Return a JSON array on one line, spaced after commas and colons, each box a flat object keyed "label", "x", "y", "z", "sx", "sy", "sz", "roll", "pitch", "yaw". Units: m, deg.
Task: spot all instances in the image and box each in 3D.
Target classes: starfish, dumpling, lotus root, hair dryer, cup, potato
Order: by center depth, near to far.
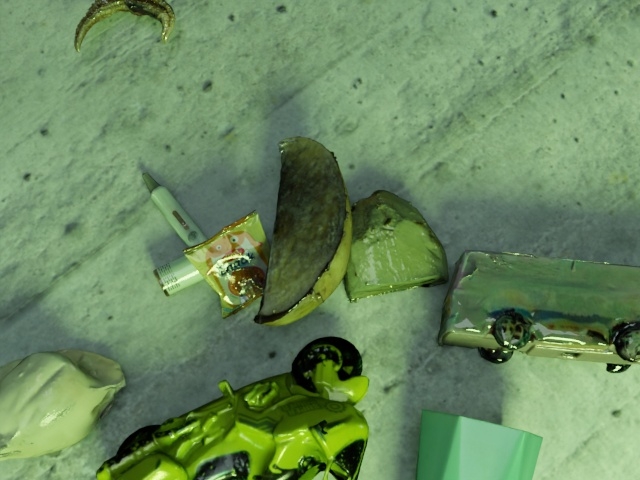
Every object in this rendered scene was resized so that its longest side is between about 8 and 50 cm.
[{"label": "cup", "x": 0.173, "y": 0.330, "z": 0.970, "sx": 0.148, "sy": 0.134, "sz": 0.235, "roll": 10, "pitch": 79, "yaw": 6}, {"label": "dumpling", "x": -0.345, "y": 0.194, "z": 1.012, "sx": 0.136, "sy": 0.118, "sz": 0.199, "roll": 40, "pitch": 50, "yaw": 24}, {"label": "potato", "x": 0.001, "y": -0.001, "z": 1.054, "sx": 0.120, "sy": 0.100, "sz": 0.261, "roll": -5, "pitch": 63, "yaw": 27}, {"label": "lotus root", "x": 0.086, "y": 0.003, "z": 1.080, "sx": 0.143, "sy": 0.070, "sz": 0.144, "roll": -18, "pitch": 76, "yaw": -5}, {"label": "hair dryer", "x": -0.174, "y": -0.036, "z": 1.108, "sx": 0.155, "sy": 0.044, "sz": 0.183, "roll": -25, "pitch": 74, "yaw": -9}, {"label": "starfish", "x": -0.283, "y": -0.357, "z": 1.184, "sx": 0.213, "sy": 0.057, "sz": 0.238, "roll": 33, "pitch": 73, "yaw": 16}]

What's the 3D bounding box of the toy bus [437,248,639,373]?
[{"label": "toy bus", "x": 0.311, "y": 0.089, "z": 1.042, "sx": 0.317, "sy": 0.112, "sz": 0.137, "roll": 7, "pitch": 71, "yaw": 1}]

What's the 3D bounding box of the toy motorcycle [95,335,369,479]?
[{"label": "toy motorcycle", "x": -0.081, "y": 0.254, "z": 0.981, "sx": 0.342, "sy": 0.142, "sz": 0.206, "roll": -25, "pitch": 39, "yaw": -6}]

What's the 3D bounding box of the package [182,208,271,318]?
[{"label": "package", "x": -0.105, "y": 0.032, "z": 1.062, "sx": 0.108, "sy": 0.031, "sz": 0.120, "roll": -31, "pitch": 117, "yaw": -8}]
